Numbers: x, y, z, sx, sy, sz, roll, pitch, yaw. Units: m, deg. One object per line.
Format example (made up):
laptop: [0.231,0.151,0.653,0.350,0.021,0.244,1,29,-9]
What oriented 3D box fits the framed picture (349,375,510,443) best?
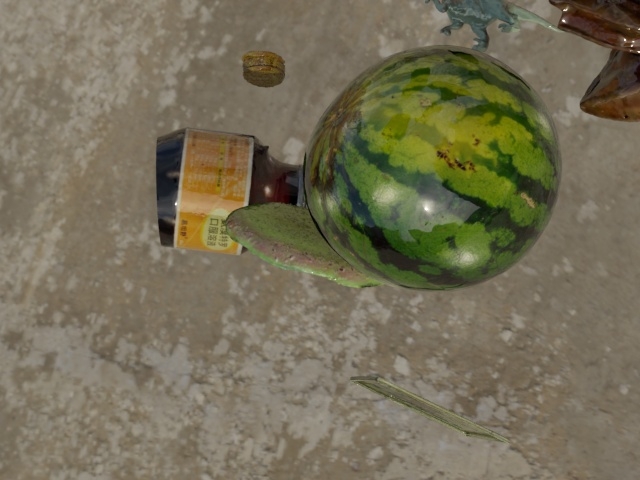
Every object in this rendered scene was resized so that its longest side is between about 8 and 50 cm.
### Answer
framed picture: [0.167,0.267,1.300,0.231,0.173,0.010,26,76,-6]

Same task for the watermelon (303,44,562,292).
watermelon: [0.127,-0.077,0.935,0.285,0.285,0.285,-13,66,31]

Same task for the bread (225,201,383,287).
bread: [0.003,0.002,1.261,0.301,0.301,0.045,29,111,38]

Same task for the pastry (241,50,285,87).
pastry: [-0.129,-0.385,1.840,0.097,0.109,0.057,-3,78,36]

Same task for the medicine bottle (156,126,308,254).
medicine bottle: [-0.117,-0.090,1.580,0.395,0.242,0.242,3,70,-6]

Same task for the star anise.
star anise: [0.378,-0.200,0.745,0.315,0.315,0.108,-25,40,25]

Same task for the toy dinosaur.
toy dinosaur: [0.299,-0.396,1.413,0.242,0.053,0.167,1,57,7]
